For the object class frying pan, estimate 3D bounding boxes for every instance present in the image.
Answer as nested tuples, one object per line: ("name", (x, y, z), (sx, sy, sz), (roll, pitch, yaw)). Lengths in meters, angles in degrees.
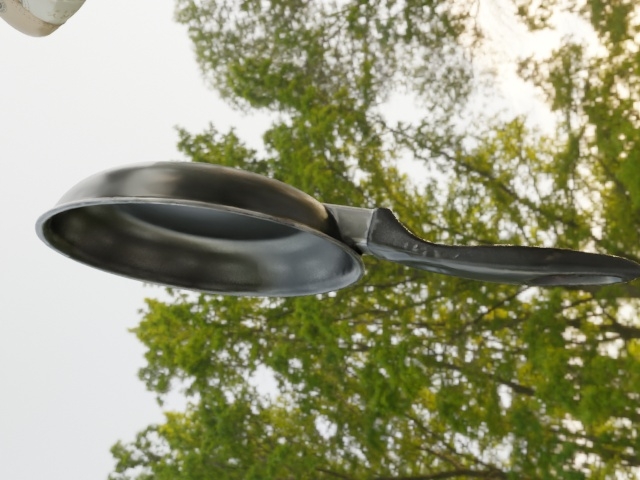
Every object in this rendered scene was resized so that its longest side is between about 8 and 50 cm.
("frying pan", (-0.021, -0.008, 0.374), (0.197, 0.326, 0.053), (24, -116, -45))

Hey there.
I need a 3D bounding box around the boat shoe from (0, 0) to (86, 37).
("boat shoe", (-0.307, -0.300, 0.479), (0.341, 0.110, 0.121), (50, -141, -19))
